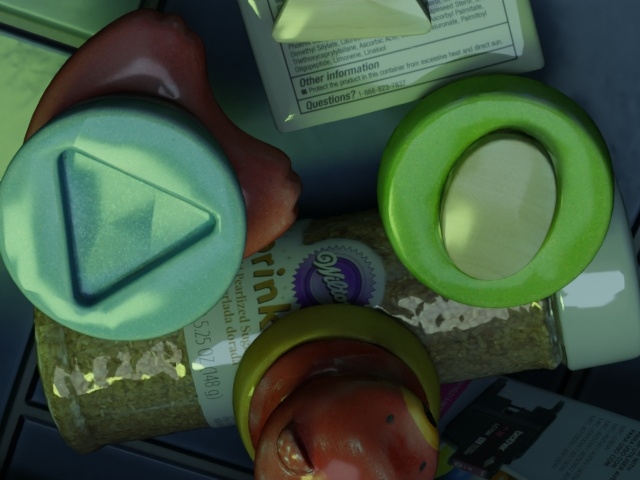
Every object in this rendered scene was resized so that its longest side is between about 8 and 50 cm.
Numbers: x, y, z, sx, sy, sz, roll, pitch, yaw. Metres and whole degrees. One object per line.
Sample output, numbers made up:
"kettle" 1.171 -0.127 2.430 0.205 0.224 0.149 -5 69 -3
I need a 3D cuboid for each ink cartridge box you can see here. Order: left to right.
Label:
"ink cartridge box" 0.133 0.179 1.135 0.311 0.186 0.065 19 143 33

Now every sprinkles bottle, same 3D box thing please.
"sprinkles bottle" 0.012 0.043 1.193 0.355 0.121 0.121 -11 113 5

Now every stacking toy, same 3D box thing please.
"stacking toy" 0.000 0.000 1.042 0.279 0.130 0.309 -42 105 16

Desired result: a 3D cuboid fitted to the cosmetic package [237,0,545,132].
"cosmetic package" 0.010 -0.231 1.080 0.160 0.113 0.309 -13 112 6
